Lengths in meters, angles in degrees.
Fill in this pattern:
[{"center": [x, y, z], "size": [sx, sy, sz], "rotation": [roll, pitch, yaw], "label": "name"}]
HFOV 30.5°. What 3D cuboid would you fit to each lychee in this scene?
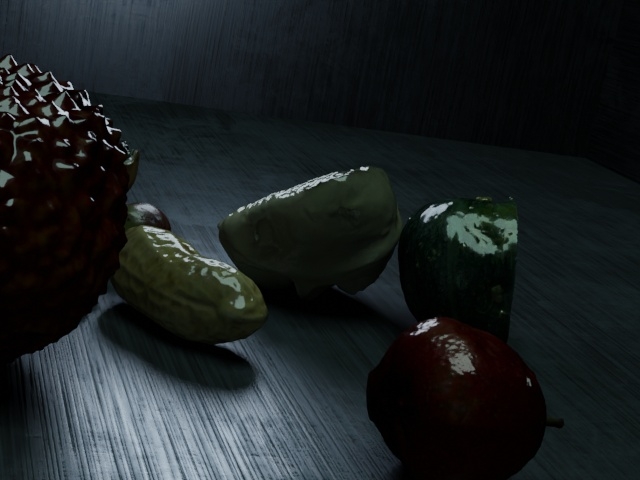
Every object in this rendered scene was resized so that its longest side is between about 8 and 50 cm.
[{"center": [-0.470, -0.028, 1.536], "size": [0.424, 0.424, 0.500], "rotation": [17, 44, 23], "label": "lychee"}]

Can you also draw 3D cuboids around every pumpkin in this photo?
[{"center": [0.231, 0.053, 2.035], "size": [0.197, 0.263, 0.293], "rotation": [2, 0, 4], "label": "pumpkin"}]

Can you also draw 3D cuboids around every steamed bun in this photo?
[{"center": [-0.002, 0.001, 2.118], "size": [0.324, 0.219, 0.310], "rotation": [-20, 1, 13], "label": "steamed bun"}]

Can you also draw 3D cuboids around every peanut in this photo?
[{"center": [-0.213, 0.074, 1.846], "size": [0.325, 0.140, 0.153], "rotation": [24, 3, 34], "label": "peanut"}]

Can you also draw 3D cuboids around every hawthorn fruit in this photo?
[{"center": [0.194, 0.219, 1.499], "size": [0.266, 0.210, 0.230], "rotation": [19, -3, -26], "label": "hawthorn fruit"}]

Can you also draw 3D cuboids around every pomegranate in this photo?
[{"center": [-0.333, -0.007, 2.090], "size": [0.129, 0.129, 0.159], "rotation": [-1, 8, -38], "label": "pomegranate"}]

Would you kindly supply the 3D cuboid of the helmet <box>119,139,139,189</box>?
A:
[{"center": [-0.481, -0.132, 2.426], "size": [0.198, 0.130, 0.224], "rotation": [18, 26, 40], "label": "helmet"}]
